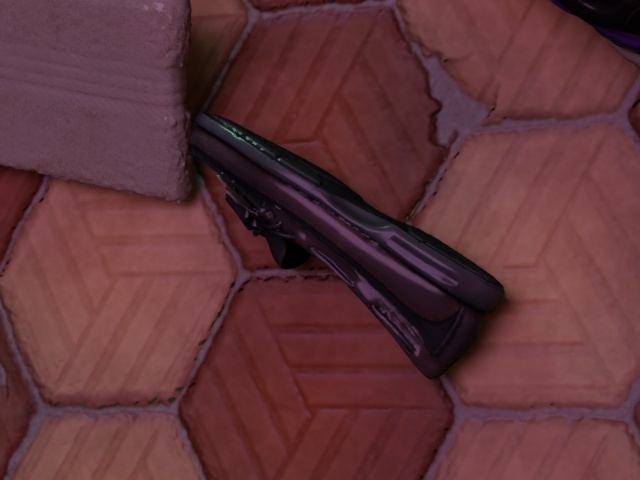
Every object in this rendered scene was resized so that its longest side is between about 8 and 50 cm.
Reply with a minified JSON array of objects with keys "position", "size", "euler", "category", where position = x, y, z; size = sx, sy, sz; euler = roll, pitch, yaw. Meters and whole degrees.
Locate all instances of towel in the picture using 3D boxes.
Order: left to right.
[{"position":[-0.230,-0.142,1.490],"size":[0.282,0.049,0.187],"euler":[12,116,26],"category":"towel"}]

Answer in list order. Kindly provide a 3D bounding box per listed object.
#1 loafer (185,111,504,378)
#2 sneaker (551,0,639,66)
[{"position":[0.000,0.000,1.359],"size":[0.302,0.109,0.095],"euler":[32,97,25],"category":"loafer"},{"position":[0.169,-0.246,1.307],"size":[0.293,0.146,0.102],"euler":[37,96,27],"category":"sneaker"}]
